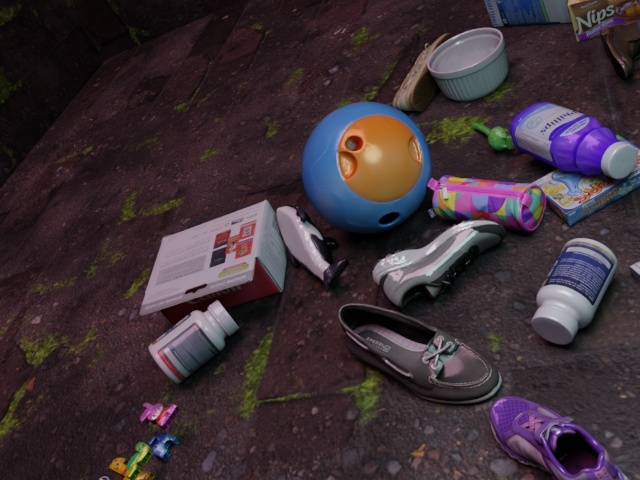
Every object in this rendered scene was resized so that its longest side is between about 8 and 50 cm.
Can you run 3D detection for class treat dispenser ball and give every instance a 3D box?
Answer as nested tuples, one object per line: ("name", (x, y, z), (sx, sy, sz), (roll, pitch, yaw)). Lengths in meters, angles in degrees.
("treat dispenser ball", (0.101, -0.159, 1.505), (0.288, 0.288, 0.288), (-21, 36, 16))

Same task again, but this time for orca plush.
("orca plush", (0.000, 0.000, 1.556), (0.102, 0.151, 0.287), (-10, 23, -25))

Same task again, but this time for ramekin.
("ramekin", (0.399, -0.462, 1.813), (0.207, 0.109, 0.207), (-21, 36, 16))

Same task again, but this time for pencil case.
("pencil case", (0.335, -0.078, 1.391), (0.236, 0.104, 0.104), (11, 53, 44))

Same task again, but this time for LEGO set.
("LEGO set", (-0.362, 0.419, 1.315), (0.093, 0.087, 0.227), (15, 54, 28))

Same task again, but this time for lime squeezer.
("lime squeezer", (0.456, -0.235, 1.551), (0.109, 0.059, 0.310), (-16, 18, -42))

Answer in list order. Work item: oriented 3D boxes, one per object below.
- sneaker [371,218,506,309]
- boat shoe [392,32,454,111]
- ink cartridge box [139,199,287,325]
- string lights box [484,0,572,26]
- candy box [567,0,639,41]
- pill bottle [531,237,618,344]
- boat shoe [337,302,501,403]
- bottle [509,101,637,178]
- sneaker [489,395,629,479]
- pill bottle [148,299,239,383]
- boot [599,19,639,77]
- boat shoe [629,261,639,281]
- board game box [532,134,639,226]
("sneaker", (0.240, 0.048, 1.327), (0.271, 0.100, 0.108), (-27, 59, 2))
("boat shoe", (0.295, -0.476, 1.917), (0.089, 0.105, 0.285), (5, 51, 47))
("ink cartridge box", (-0.245, 0.078, 1.620), (0.309, 0.130, 0.272), (-18, 38, 20))
("string lights box", (0.589, -0.682, 1.919), (0.259, 0.133, 0.077), (17, 57, 48))
("candy box", (0.725, -0.577, 1.702), (0.186, 0.109, 0.053), (-7, 42, 31))
("pill bottle", (0.415, 0.085, 1.125), (0.094, 0.094, 0.169), (9, 51, 44))
("boat shoe", (0.154, 0.190, 1.195), (0.335, 0.096, 0.112), (14, 55, 47))
("bottle", (0.497, -0.195, 1.350), (0.118, 0.092, 0.283), (-33, 31, -5))
("sneaker", (0.322, 0.278, 0.947), (0.095, 0.105, 0.236), (-40, 34, -9))
("pill bottle", (-0.271, 0.217, 1.485), (0.180, 0.108, 0.108), (-38, 34, -9))
("boot", (0.720, -0.454, 1.577), (0.106, 0.082, 0.219), (-19, 34, 22))
("boat shoe", (0.545, 0.063, 1.107), (0.035, 0.035, 0.100), (-32, 27, 5))
("board game box", (0.538, -0.120, 1.339), (0.201, 0.035, 0.136), (-30, 33, 2))
